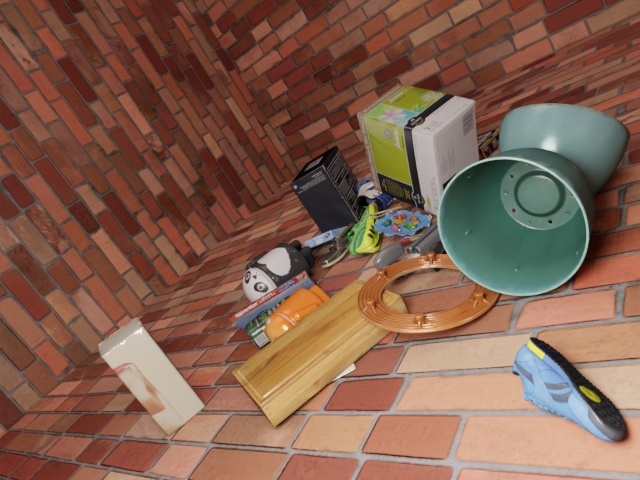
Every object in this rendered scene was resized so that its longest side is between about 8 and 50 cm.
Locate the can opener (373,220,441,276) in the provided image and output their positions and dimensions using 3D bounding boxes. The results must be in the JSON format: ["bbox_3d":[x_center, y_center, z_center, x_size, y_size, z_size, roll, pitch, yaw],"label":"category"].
[{"bbox_3d":[0.281,0.015,1.461,0.280,0.093,0.074,-34,14,-22],"label":"can opener"}]

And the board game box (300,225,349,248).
[{"bbox_3d":[0.000,0.000,2.010,0.212,0.039,0.160,-23,-4,32],"label":"board game box"}]

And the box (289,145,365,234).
[{"bbox_3d":[0.048,-0.204,2.156,0.183,0.294,0.296,-28,16,24],"label":"box"}]

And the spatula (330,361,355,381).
[{"bbox_3d":[-0.028,0.325,1.242,0.242,0.019,0.168,-30,22,7],"label":"spatula"}]

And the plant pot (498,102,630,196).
[{"bbox_3d":[0.568,-0.177,1.228,0.290,0.290,0.195,3,76,64],"label":"plant pot"}]

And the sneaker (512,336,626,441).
[{"bbox_3d":[0.355,0.231,0.742,0.082,0.069,0.209,-63,19,15],"label":"sneaker"}]

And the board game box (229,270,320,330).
[{"bbox_3d":[-0.141,0.203,1.625,0.281,0.145,0.027,-31,59,3],"label":"board game box"}]

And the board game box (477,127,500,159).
[{"bbox_3d":[0.633,-0.372,2.002,0.170,0.048,0.141,-43,17,-31],"label":"board game box"}]

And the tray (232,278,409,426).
[{"bbox_3d":[-0.002,0.252,1.234,0.411,0.076,0.203,-36,22,-18],"label":"tray"}]

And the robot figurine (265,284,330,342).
[{"bbox_3d":[-0.066,0.221,1.414,0.158,0.128,0.219,8,42,47],"label":"robot figurine"}]

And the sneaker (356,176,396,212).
[{"bbox_3d":[0.275,-0.189,2.039,0.316,0.127,0.182,-15,36,32],"label":"sneaker"}]

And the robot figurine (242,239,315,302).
[{"bbox_3d":[-0.147,0.118,1.788,0.278,0.173,0.209,-40,10,-25],"label":"robot figurine"}]

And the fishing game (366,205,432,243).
[{"bbox_3d":[0.270,-0.065,1.653,0.189,0.041,0.264,-14,26,-8],"label":"fishing game"}]

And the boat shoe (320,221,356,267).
[{"bbox_3d":[0.070,0.015,1.868,0.223,0.073,0.080,-42,18,-30],"label":"boat shoe"}]

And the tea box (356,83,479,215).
[{"bbox_3d":[0.331,-0.304,1.678,0.220,0.329,0.323,-40,45,-22],"label":"tea box"}]

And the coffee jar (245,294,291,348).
[{"bbox_3d":[-0.136,0.248,1.559,0.184,0.079,0.096,-34,16,-7],"label":"coffee jar"}]

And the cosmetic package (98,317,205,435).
[{"bbox_3d":[-0.472,0.377,1.408,0.129,0.296,0.153,-37,16,-20],"label":"cosmetic package"}]

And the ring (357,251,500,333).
[{"bbox_3d":[0.247,0.106,1.177,0.337,0.032,0.336,-13,22,5],"label":"ring"}]

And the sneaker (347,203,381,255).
[{"bbox_3d":[0.156,-0.042,1.810,0.124,0.109,0.295,-21,19,23],"label":"sneaker"}]

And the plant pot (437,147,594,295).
[{"bbox_3d":[0.435,-0.063,1.073,0.293,0.293,0.235,-17,10,43],"label":"plant pot"}]

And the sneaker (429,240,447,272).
[{"bbox_3d":[0.361,0.014,1.374,0.170,0.051,0.089,-37,16,1],"label":"sneaker"}]
